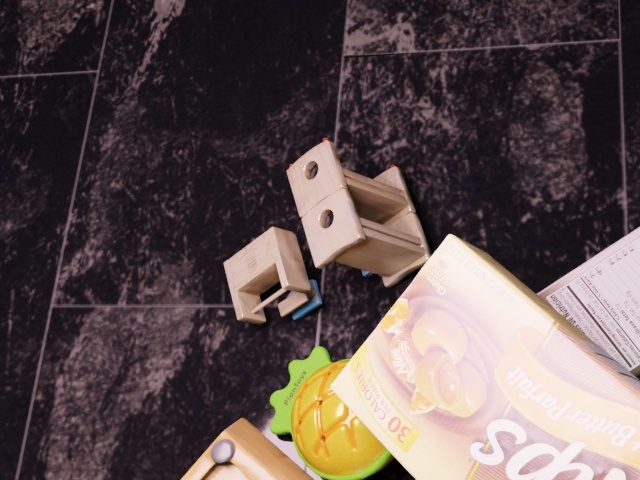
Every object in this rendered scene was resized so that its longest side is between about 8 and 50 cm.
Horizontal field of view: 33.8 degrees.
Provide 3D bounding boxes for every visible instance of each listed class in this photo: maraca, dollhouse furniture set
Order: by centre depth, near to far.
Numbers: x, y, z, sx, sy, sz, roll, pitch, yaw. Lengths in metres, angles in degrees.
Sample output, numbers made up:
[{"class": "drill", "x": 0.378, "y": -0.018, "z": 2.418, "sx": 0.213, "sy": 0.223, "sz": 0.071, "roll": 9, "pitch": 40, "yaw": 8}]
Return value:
[{"class": "maraca", "x": 0.015, "y": 0.176, "z": 1.082, "sx": 0.185, "sy": 0.099, "sz": 0.127, "roll": 21, "pitch": 75, "yaw": 48}, {"class": "dollhouse furniture set", "x": 0.000, "y": 0.000, "z": 1.170, "sx": 0.183, "sy": 0.129, "sz": 0.129, "roll": -35, "pitch": 57, "yaw": 31}]

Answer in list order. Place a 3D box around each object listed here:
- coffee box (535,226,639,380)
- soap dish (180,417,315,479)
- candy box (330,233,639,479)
[{"class": "coffee box", "x": 0.360, "y": 0.048, "z": 1.009, "sx": 0.297, "sy": 0.168, "sz": 0.119, "roll": -33, "pitch": 62, "yaw": -1}, {"class": "soap dish", "x": -0.057, "y": 0.339, "z": 1.009, "sx": 0.291, "sy": 0.118, "sz": 0.229, "roll": 37, "pitch": 79, "yaw": 25}, {"class": "candy box", "x": 0.177, "y": 0.162, "z": 0.890, "sx": 0.316, "sy": 0.087, "sz": 0.183, "roll": 43, "pitch": 102, "yaw": 31}]
